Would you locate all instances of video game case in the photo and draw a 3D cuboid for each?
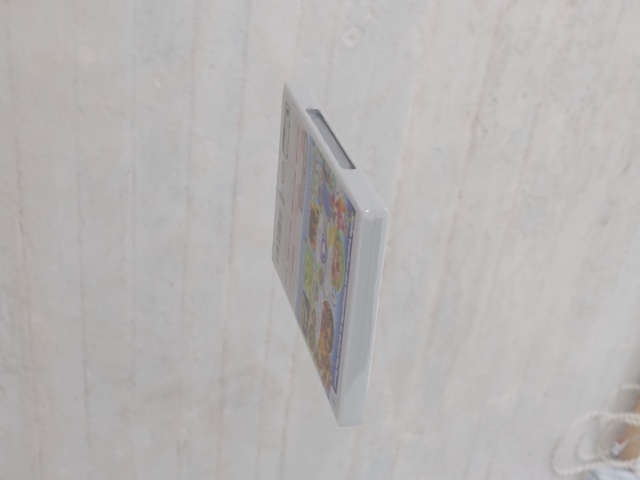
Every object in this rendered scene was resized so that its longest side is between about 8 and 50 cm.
[{"bbox_3d":[0.000,0.000,0.403,0.011,0.122,0.087,-2,119,-14],"label":"video game case"}]
